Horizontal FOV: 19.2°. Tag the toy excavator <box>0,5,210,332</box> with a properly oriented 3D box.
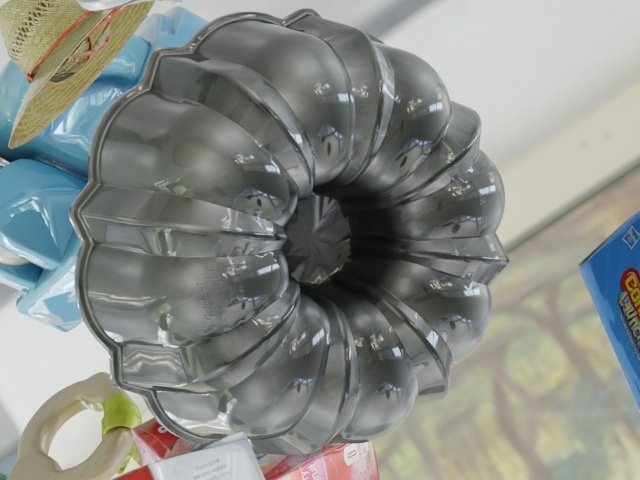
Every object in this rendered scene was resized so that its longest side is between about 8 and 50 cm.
[{"bbox_3d":[-0.268,-0.047,1.592,0.222,0.445,0.433,-36,-148,59],"label":"toy excavator"}]

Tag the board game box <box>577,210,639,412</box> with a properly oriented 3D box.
[{"bbox_3d":[0.400,0.142,1.615,0.302,0.308,0.086,13,133,-36],"label":"board game box"}]

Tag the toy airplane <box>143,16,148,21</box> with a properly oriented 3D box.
[{"bbox_3d":[-0.133,-0.178,1.929,0.028,0.151,0.151,-55,-175,-30],"label":"toy airplane"}]

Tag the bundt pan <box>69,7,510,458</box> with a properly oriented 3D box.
[{"bbox_3d":[0.000,0.000,1.329,0.331,0.331,0.124,-30,-161,-26],"label":"bundt pan"}]

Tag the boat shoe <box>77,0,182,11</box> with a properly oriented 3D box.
[{"bbox_3d":[-0.075,-0.131,0.938,0.100,0.035,0.035,-19,140,25],"label":"boat shoe"}]

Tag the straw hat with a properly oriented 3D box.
[{"bbox_3d":[-0.162,-0.127,1.145,0.144,0.061,0.144,-48,-179,1],"label":"straw hat"}]

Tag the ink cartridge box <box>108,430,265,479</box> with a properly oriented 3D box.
[{"bbox_3d":[-0.135,0.290,1.010,0.309,0.272,0.130,-27,173,19],"label":"ink cartridge box"}]

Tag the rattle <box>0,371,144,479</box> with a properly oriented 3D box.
[{"bbox_3d":[-0.242,0.232,1.831,0.199,0.130,0.143,-44,150,-3],"label":"rattle"}]

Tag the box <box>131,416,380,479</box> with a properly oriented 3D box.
[{"bbox_3d":[-0.038,0.269,1.586,0.154,0.142,0.300,-27,127,-23],"label":"box"}]
